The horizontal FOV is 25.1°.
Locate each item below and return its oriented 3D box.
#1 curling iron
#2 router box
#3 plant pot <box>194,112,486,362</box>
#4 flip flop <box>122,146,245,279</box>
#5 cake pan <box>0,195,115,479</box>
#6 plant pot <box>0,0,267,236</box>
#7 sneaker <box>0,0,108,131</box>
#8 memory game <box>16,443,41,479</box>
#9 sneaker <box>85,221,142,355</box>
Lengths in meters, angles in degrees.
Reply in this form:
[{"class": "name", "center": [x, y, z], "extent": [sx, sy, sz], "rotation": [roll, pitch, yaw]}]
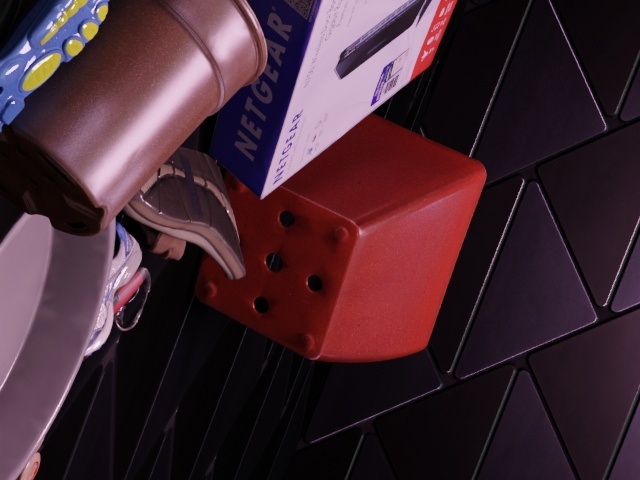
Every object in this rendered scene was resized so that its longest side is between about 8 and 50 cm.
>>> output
[{"class": "curling iron", "center": [-0.221, 0.099, 1.303], "extent": [0.274, 0.035, 0.068], "rotation": [-53, 162, -58]}, {"class": "router box", "center": [0.037, -0.236, 1.481], "extent": [0.301, 0.082, 0.335], "rotation": [-41, 164, -31]}, {"class": "plant pot", "center": [0.000, 0.000, 1.720], "extent": [0.235, 0.267, 0.267], "rotation": [-26, 138, -58]}, {"class": "flip flop", "center": [-0.142, -0.028, 1.334], "extent": [0.277, 0.080, 0.112], "rotation": [30, 42, -67]}, {"class": "cake pan", "center": [-0.244, 0.077, 1.076], "extent": [0.293, 0.054, 0.293], "rotation": [22, 90, -81]}, {"class": "plant pot", "center": [-0.149, -0.103, 0.946], "extent": [0.165, 0.167, 0.167], "rotation": [-55, 166, -23]}, {"class": "sneaker", "center": [-0.206, -0.110, 0.840], "extent": [0.188, 0.078, 0.067], "rotation": [-47, 153, -24]}, {"class": "memory game", "center": [-0.291, 0.229, 1.271], "extent": [0.186, 0.012, 0.186], "rotation": [21, 90, -80]}, {"class": "sneaker", "center": [-0.204, 0.039, 1.261], "extent": [0.058, 0.052, 0.135], "rotation": [78, 26, -55]}]
